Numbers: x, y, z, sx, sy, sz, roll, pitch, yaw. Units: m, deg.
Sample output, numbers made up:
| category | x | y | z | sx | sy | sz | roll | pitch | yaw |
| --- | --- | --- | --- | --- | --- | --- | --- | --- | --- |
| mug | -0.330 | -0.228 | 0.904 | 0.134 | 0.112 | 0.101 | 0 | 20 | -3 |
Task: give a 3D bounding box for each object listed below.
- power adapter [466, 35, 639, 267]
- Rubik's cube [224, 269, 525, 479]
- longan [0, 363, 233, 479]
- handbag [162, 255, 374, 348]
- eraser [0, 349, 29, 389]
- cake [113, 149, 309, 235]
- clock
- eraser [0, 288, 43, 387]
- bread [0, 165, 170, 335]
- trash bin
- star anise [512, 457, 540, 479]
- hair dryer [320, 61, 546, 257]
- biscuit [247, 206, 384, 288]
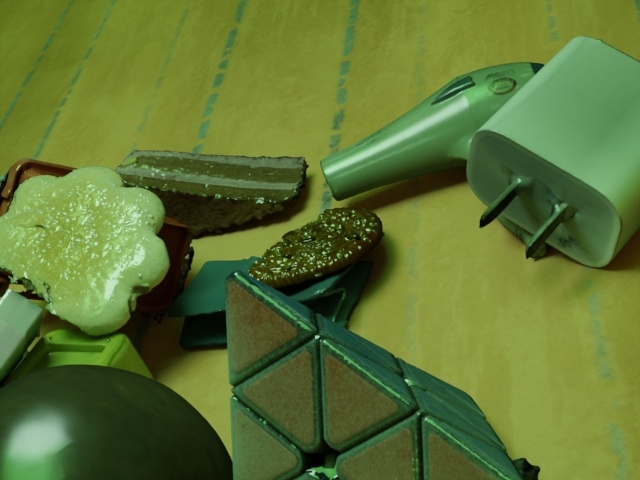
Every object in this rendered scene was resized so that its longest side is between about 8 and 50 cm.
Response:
| category | x | y | z | sx | sy | sz | roll | pitch | yaw |
| --- | --- | --- | --- | --- | --- | --- | --- | --- | --- |
| power adapter | 0.265 | -0.080 | 1.368 | 0.187 | 0.124 | 0.255 | 34 | 58 | 24 |
| Rubik's cube | 0.038 | 0.176 | 1.102 | 0.228 | 0.228 | 0.233 | -2 | 52 | -2 |
| longan | -0.205 | 0.244 | 1.146 | 0.300 | 0.243 | 0.300 | 7 | 51 | -9 |
| handbag | -0.058 | 0.059 | 1.503 | 0.221 | 0.057 | 0.144 | -10 | 27 | 26 |
| eraser | -0.463 | 0.151 | 1.538 | 0.226 | 0.158 | 0.069 | -17 | 34 | 14 |
| cake | -0.159 | -0.072 | 1.727 | 0.295 | 0.113 | 0.116 | -5 | 36 | 21 |
| clock | -0.283 | 0.194 | 1.406 | 0.143 | 0.096 | 0.202 | 1 | 40 | 32 |
| eraser | -0.383 | 0.163 | 1.394 | 0.225 | 0.052 | 0.095 | -58 | 1 | -25 |
| bread | -0.275 | -0.005 | 1.483 | 0.251 | 0.039 | 0.182 | 31 | 75 | 33 |
| trash bin | -0.291 | 0.016 | 1.612 | 0.238 | 0.161 | 0.184 | 20 | 96 | 36 |
| star anise | 0.132 | 0.253 | 1.058 | 0.180 | 0.061 | 0.204 | 10 | 46 | 44 |
| hair dryer | 0.134 | -0.080 | 1.536 | 0.295 | 0.119 | 0.298 | -9 | 44 | 23 |
| biscuit | 0.006 | 0.003 | 1.487 | 0.126 | 0.025 | 0.206 | -3 | 23 | 32 |
